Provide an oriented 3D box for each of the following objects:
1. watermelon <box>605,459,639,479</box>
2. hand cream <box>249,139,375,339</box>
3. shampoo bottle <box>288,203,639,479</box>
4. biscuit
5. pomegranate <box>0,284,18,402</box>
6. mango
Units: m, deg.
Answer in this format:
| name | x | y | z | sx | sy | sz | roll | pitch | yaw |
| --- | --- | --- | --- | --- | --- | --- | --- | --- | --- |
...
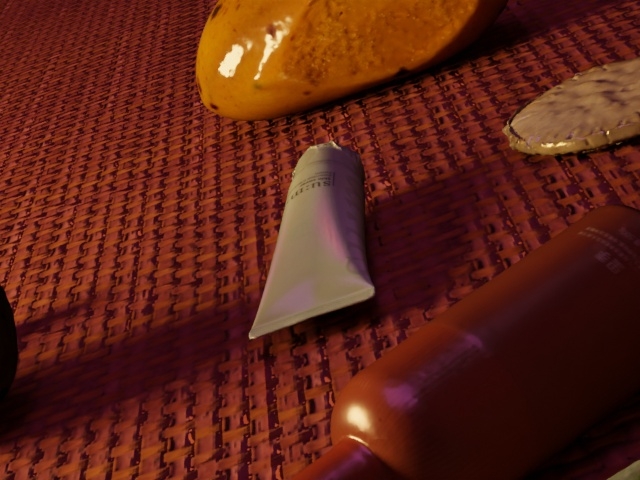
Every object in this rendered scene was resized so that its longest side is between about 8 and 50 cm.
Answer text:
| name | x | y | z | sx | sy | sz | roll | pitch | yaw |
| --- | --- | --- | --- | --- | --- | --- | --- | --- | --- |
| watermelon | 0.149 | 0.102 | 0.631 | 0.180 | 0.081 | 0.094 | -15 | -6 | 4 |
| hand cream | 0.000 | 0.000 | 1.065 | 0.078 | 0.050 | 0.205 | -18 | 23 | 11 |
| shampoo bottle | 0.062 | 0.073 | 0.750 | 0.244 | 0.085 | 0.085 | -33 | 22 | -25 |
| biscuit | 0.194 | -0.093 | 1.149 | 0.152 | 0.020 | 0.152 | -19 | 20 | 7 |
| pomegranate | -0.266 | 0.063 | 1.046 | 0.169 | 0.148 | 0.148 | -14 | 19 | 41 |
| mango | 0.022 | -0.198 | 1.430 | 0.290 | 0.160 | 0.191 | -30 | 25 | 5 |
